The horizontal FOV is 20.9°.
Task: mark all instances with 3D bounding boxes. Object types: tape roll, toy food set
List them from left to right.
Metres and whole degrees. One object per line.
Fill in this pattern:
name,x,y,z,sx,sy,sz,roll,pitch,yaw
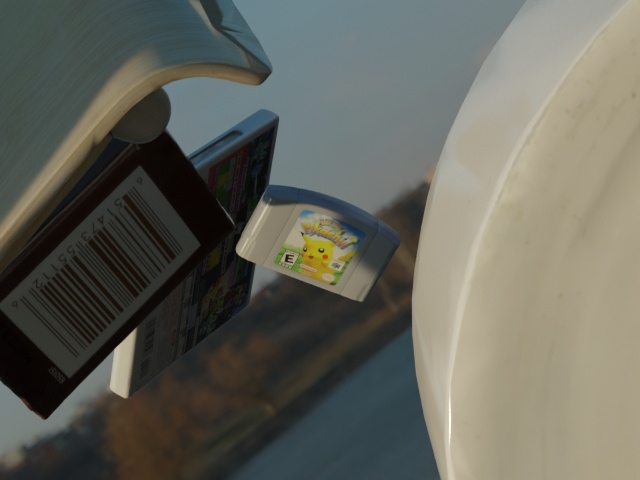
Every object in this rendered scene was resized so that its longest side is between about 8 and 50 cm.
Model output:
toy food set,-0.162,-0.031,0.839,0.092,0.220,0.306,28,-68,-41
tape roll,0.167,0.027,0.454,0.286,0.286,0.100,-39,12,8

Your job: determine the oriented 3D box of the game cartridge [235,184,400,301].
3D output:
game cartridge,0.000,0.000,0.987,0.017,0.083,0.056,-88,22,-55

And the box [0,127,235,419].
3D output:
box,-0.258,-0.068,1.216,0.191,0.381,0.143,-46,-39,-11

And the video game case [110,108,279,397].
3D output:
video game case,-0.104,0.009,1.441,0.183,0.023,0.201,-37,-34,-48
